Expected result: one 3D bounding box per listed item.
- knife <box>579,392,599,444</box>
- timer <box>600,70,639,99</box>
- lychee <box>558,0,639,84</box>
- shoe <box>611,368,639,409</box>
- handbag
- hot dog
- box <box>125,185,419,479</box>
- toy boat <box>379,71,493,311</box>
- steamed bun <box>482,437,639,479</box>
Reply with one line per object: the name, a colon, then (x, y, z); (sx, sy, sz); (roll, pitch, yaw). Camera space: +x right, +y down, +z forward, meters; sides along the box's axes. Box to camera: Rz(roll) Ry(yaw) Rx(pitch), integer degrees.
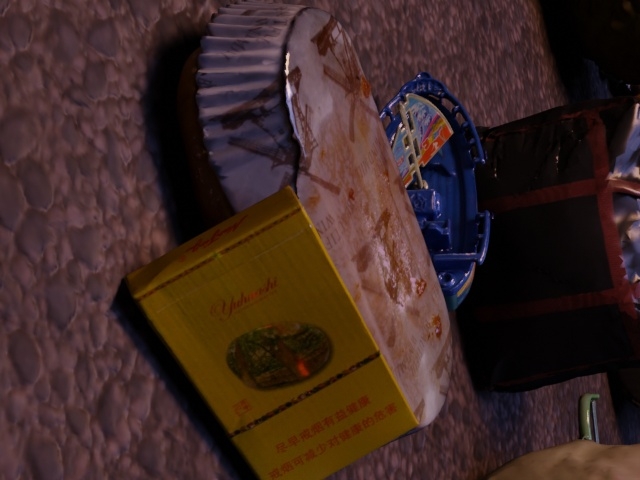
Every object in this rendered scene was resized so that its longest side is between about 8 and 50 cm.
knife: (0.269, 0.253, 1.182); (0.054, 0.015, 0.212); (20, 64, -61)
timer: (0.440, -0.264, 1.578); (0.266, 0.175, 0.175); (-61, 139, -25)
lychee: (0.382, -0.280, 1.293); (0.320, 0.270, 0.270); (72, 23, -55)
shoe: (0.463, 0.015, 1.356); (0.237, 0.171, 0.384); (-7, 119, -66)
handbag: (0.199, 0.003, 0.938); (0.155, 0.169, 0.215); (-14, 95, -65)
hot dog: (0.000, 0.000, 0.644); (0.144, 0.075, 0.268); (-52, 132, -50)
box: (-0.019, 0.055, 0.579); (0.155, 0.087, 0.023); (62, 1, -35)
toy boat: (0.063, -0.050, 0.764); (0.110, 0.091, 0.175); (75, 16, -52)
steamed bun: (0.236, 0.281, 0.896); (0.320, 0.206, 0.275); (7, 75, -67)
